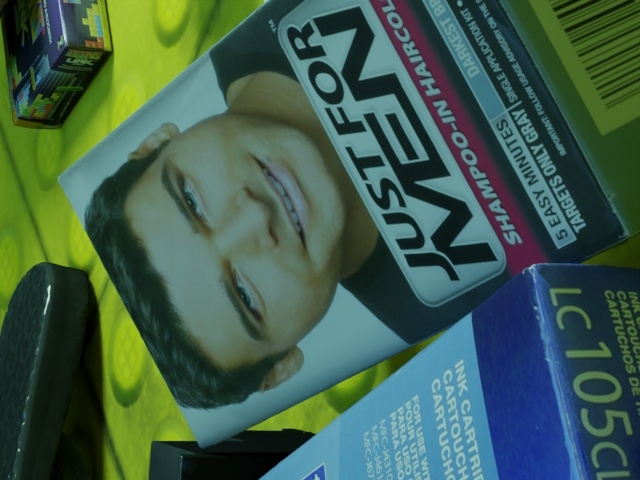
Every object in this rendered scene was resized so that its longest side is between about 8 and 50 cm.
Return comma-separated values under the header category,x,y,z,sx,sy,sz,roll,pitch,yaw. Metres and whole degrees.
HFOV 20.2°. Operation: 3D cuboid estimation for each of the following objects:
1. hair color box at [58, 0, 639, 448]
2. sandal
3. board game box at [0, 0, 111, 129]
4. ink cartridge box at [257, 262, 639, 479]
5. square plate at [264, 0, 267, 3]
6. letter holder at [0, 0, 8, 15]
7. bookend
category,x,y,z,sx,sy,sz,roll,pitch,yaw
hair color box,0.024,-0.036,0.943,0.374,0.113,0.185,-32,85,51
sandal,-0.236,0.239,1.532,0.167,0.107,0.446,-22,55,60
board game box,-0.245,-0.208,1.632,0.141,0.048,0.170,-47,48,51
ink cartridge box,0.111,0.186,0.847,0.395,0.151,0.270,-43,50,49
square plate,0.029,-0.262,1.144,0.344,0.049,0.347,-52,43,45
letter holder,-0.389,-0.321,1.661,0.152,0.214,0.302,-48,30,48
bookend,-0.050,0.160,1.125,0.156,0.157,0.072,3,89,60
